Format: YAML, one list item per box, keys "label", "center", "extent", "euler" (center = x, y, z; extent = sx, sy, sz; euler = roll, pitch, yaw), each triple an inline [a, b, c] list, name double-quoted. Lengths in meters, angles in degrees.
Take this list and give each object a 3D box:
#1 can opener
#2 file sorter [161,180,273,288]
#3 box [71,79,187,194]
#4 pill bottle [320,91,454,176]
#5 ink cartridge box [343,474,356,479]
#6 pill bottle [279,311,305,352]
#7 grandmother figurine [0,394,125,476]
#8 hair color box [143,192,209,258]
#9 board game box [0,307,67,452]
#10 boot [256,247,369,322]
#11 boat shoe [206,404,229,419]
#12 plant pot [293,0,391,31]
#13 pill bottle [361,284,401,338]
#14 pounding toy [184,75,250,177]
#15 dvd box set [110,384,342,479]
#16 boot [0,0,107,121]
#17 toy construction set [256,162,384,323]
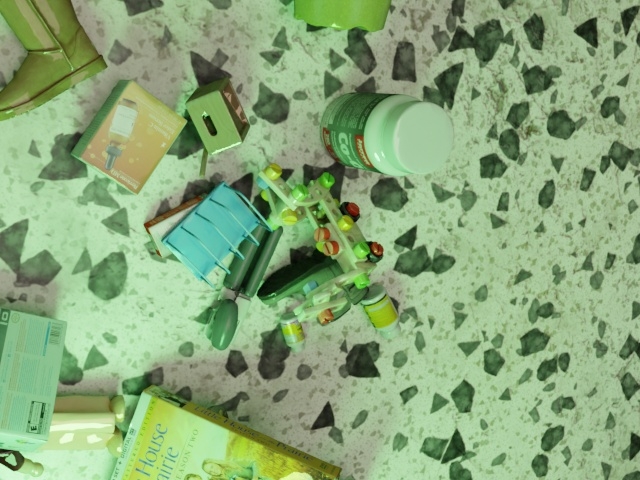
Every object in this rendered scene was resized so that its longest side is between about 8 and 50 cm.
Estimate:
- label: "can opener"
  center: [-0.151, 0.090, 1.668]
  extent: [0.076, 0.095, 0.283]
  euler: [25, 89, -29]
- label: "file sorter"
  center: [-0.193, -0.008, 1.573]
  extent: [0.170, 0.104, 0.118]
  euler: [-46, 119, -11]
- label: "box"
  center: [-0.354, -0.192, 1.511]
  extent: [0.130, 0.091, 0.170]
  euler: [35, 84, -28]
- label: "pill bottle"
  center: [0.130, -0.214, 1.639]
  extent: [0.161, 0.283, 0.161]
  euler: [-6, 103, -25]
- label: "ink cartridge box"
  center: [-0.025, 0.611, 1.773]
  extent: [0.275, 0.239, 0.060]
  euler: [-32, 71, -17]
- label: "pill bottle"
  center: [-0.058, 0.200, 1.767]
  extent: [0.043, 0.043, 0.083]
  euler: [-22, 110, -21]
- label: "grandmother figurine"
  center: [-0.544, 0.339, 1.522]
  extent: [0.342, 0.104, 0.208]
  euler: [3, 79, -29]
- label: "hair color box"
  center: [-0.269, -0.031, 1.613]
  extent: [0.141, 0.043, 0.072]
  euler: [-29, 113, -18]
- label: "board game box"
  center: [-0.614, 0.225, 1.406]
  extent: [0.303, 0.097, 0.224]
  euler: [18, 57, -29]
- label: "boot"
  center: [-0.006, 0.115, 1.752]
  extent: [0.246, 0.083, 0.161]
  euler: [-31, 114, -23]
- label: "boat shoe"
  center: [-0.234, 0.500, 1.712]
  extent: [0.116, 0.123, 0.324]
  euler: [-8, 101, 3]
- label: "plant pot"
  center: [0.051, -0.541, 1.565]
  extent: [0.276, 0.276, 0.254]
  euler: [-3, 113, -26]
- label: "pill bottle"
  center: [0.139, 0.164, 1.846]
  extent: [0.065, 0.065, 0.116]
  euler: [-35, 113, -16]
- label: "pounding toy"
  center: [-0.202, -0.217, 1.558]
  extent: [0.100, 0.130, 0.141]
  euler: [-19, 112, 12]
- label: "dvd box set"
  center: [-0.204, 0.505, 1.599]
  extent: [0.420, 0.062, 0.308]
  euler: [22, 96, 9]
- label: "boot"
  center: [-0.525, -0.369, 1.397]
  extent: [0.236, 0.089, 0.269]
  euler: [-39, 115, -26]
- label: "toy construction set"
  center: [0.000, 0.000, 1.634]
  extent: [0.215, 0.151, 0.328]
  euler: [-3, 71, -48]
